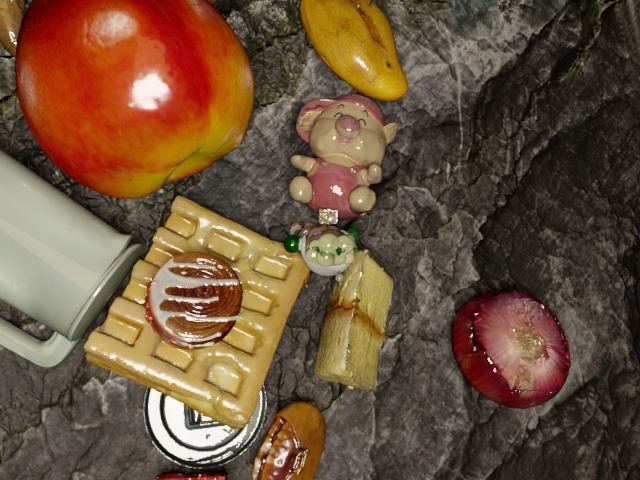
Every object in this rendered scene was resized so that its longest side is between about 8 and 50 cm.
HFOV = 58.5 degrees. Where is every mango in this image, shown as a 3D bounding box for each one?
[{"bbox_3d":[0.069,-0.405,1.140,0.177,0.120,0.295,-18,63,-38],"label":"mango"}]

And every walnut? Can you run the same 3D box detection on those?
[{"bbox_3d":[-0.057,0.382,1.008,0.115,0.116,0.207,24,76,-8],"label":"walnut"}]

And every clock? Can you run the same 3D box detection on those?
[{"bbox_3d":[-0.205,0.292,1.023,0.214,0.042,0.215,2,79,-13],"label":"clock"}]

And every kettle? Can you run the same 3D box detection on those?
[{"bbox_3d":[-0.492,0.024,0.922,0.318,0.205,0.265,34,72,-8],"label":"kettle"}]

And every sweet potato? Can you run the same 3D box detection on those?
[{"bbox_3d":[-0.609,-0.495,1.045,0.114,0.092,0.342,-35,89,8],"label":"sweet potato"}]

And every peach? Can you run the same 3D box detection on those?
[{"bbox_3d":[-0.307,-0.267,0.940,0.388,0.388,0.389,2,80,-13],"label":"peach"}]

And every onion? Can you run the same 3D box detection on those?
[{"bbox_3d":[0.365,0.208,1.115,0.248,0.161,0.248,5,78,-23],"label":"onion"}]

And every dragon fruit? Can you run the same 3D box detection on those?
[{"bbox_3d":[-0.205,0.441,0.943,0.120,0.161,0.127,-7,71,-16],"label":"dragon fruit"}]

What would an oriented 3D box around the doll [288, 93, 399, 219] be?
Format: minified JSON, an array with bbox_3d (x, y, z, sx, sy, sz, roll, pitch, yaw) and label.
[{"bbox_3d":[0.042,-0.170,1.110,0.196,0.152,0.256,21,71,-22],"label":"doll"}]

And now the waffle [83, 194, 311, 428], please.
[{"bbox_3d":[-0.193,0.115,1.013,0.304,0.077,0.348,25,64,-5],"label":"waffle"}]

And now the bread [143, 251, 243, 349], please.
[{"bbox_3d":[-0.206,0.099,0.932,0.160,0.073,0.161,6,68,-15],"label":"bread"}]

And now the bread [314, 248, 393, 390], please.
[{"bbox_3d":[0.085,0.151,1.048,0.135,0.178,0.240,16,75,-9],"label":"bread"}]

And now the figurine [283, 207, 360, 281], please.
[{"bbox_3d":[0.000,-0.001,1.036,0.147,0.197,0.094,-8,120,-21],"label":"figurine"}]

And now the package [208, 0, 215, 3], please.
[{"bbox_3d":[-0.219,-0.556,1.178,0.108,0.031,0.121,-33,90,-17],"label":"package"}]
